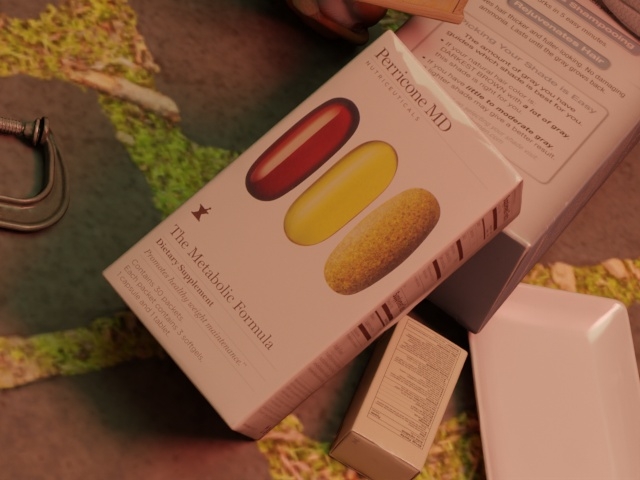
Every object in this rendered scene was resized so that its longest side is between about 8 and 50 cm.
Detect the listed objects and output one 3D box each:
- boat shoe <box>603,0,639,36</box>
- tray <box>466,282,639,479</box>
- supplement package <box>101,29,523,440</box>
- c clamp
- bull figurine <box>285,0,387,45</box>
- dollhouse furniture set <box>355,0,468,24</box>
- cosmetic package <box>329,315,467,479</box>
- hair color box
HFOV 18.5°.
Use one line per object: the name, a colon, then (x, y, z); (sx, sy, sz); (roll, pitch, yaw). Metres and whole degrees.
boat shoe: (0.249, -0.267, 1.537); (0.119, 0.121, 0.335); (-28, 63, -33)
tray: (0.175, 0.154, 1.429); (0.145, 0.030, 0.270); (11, 54, -22)
supplement package: (0.000, 0.000, 1.295); (0.244, 0.134, 0.139); (-41, 80, -2)
c clamp: (-0.247, -0.072, 1.364); (0.160, 0.022, 0.137); (16, 52, -17)
bull figurine: (-0.036, -0.299, 1.545); (0.310, 0.101, 0.188); (61, 8, 11)
dollhouse furniture set: (0.065, -0.303, 1.424); (0.212, 0.161, 0.242); (10, 44, -21)
cosmetic package: (0.056, 0.115, 1.385); (0.060, 0.041, 0.115); (32, 49, -5)
hair color box: (0.153, -0.113, 1.526); (0.185, 0.114, 0.374); (36, 48, 10)
